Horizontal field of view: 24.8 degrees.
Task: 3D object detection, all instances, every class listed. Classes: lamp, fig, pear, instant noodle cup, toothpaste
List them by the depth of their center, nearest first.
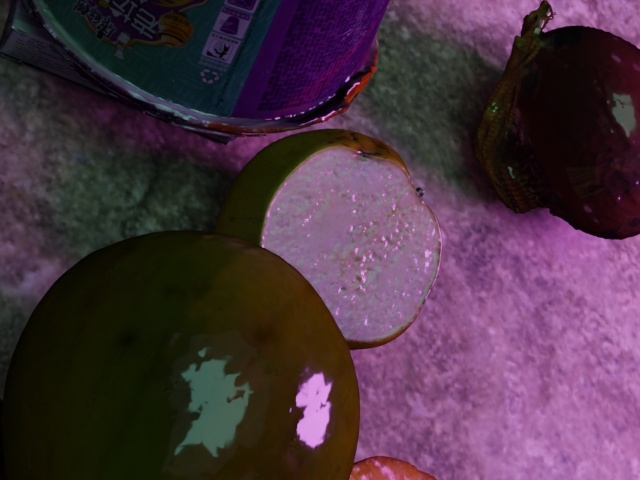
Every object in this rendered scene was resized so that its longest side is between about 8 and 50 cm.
[{"bbox_3d":[-0.087,0.108,0.760,0.203,0.203,0.225,46,48,-7],"label":"fig"},{"bbox_3d":[-0.043,-0.216,0.875,0.251,0.190,0.251,14,49,-17],"label":"instant noodle cup"},{"bbox_3d":[0.000,0.000,0.915,0.141,0.104,0.141,-1,95,-18],"label":"pear"},{"bbox_3d":[-0.120,-0.112,0.928,0.164,0.034,0.046,21,60,-21],"label":"toothpaste"},{"bbox_3d":[0.181,-0.070,1.021,0.135,0.156,0.157,-32,51,3],"label":"lamp"}]

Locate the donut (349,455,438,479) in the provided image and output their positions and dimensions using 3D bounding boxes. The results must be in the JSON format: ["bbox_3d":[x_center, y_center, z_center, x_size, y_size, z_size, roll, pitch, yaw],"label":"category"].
[{"bbox_3d":[0.040,0.201,0.867,0.152,0.058,0.152,29,42,-30],"label":"donut"}]

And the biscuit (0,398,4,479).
[{"bbox_3d":[-0.193,0.206,0.778,0.183,0.043,0.280,10,71,-29],"label":"biscuit"}]
